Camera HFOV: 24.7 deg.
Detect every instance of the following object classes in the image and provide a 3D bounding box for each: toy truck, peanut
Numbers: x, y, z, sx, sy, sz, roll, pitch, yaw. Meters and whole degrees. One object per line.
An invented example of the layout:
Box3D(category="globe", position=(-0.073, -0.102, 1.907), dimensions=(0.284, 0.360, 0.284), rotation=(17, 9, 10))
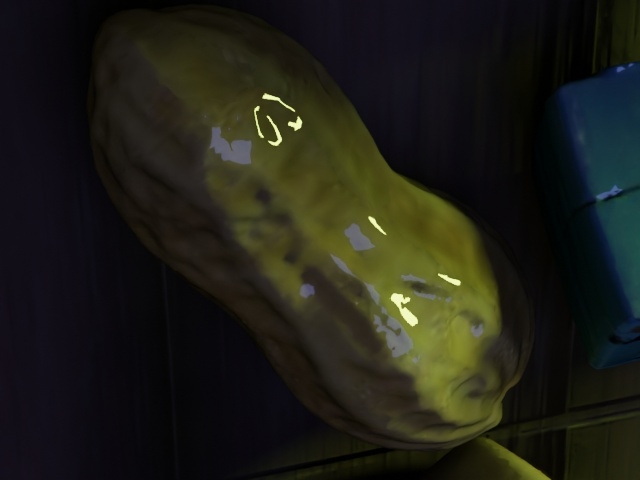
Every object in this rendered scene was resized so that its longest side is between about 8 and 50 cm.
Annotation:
Box3D(category="toy truck", position=(0.308, -0.047, 0.769), dimensions=(0.385, 0.162, 0.161), rotation=(-14, 74, -5))
Box3D(category="peanut", position=(0.000, 0.000, 0.727), dimensions=(0.149, 0.149, 0.313), rotation=(-42, 120, 2))

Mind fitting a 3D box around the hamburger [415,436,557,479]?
Box3D(category="hamburger", position=(0.135, 0.243, 0.814), dimensions=(0.302, 0.302, 0.170), rotation=(40, 86, -30))
